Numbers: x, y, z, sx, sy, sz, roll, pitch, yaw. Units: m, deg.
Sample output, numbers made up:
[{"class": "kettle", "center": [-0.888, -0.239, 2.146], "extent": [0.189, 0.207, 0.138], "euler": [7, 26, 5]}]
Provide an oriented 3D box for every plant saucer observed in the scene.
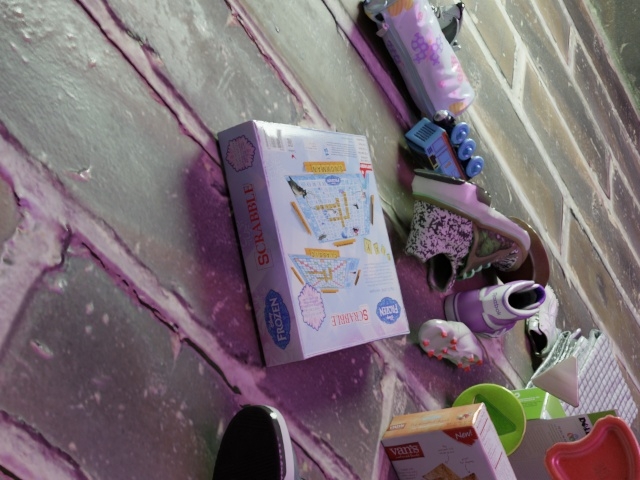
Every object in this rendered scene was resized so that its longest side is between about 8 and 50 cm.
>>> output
[{"class": "plant saucer", "center": [0.386, 0.035, 1.959], "extent": [0.029, 0.168, 0.168], "euler": [-22, 97, -26]}]

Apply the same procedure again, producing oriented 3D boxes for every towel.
[{"class": "towel", "center": [0.530, 0.347, 2.044], "extent": [0.283, 0.121, 0.235], "euler": [-47, 116, -43]}]

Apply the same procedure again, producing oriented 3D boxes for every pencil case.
[{"class": "pencil case", "center": [0.184, -0.346, 1.814], "extent": [0.273, 0.114, 0.124], "euler": [57, 30, -29]}]

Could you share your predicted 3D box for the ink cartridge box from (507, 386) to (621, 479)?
[{"class": "ink cartridge box", "center": [0.445, 0.359, 1.785], "extent": [0.188, 0.255, 0.097], "euler": [61, 33, -23]}]

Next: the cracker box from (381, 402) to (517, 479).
[{"class": "cracker box", "center": [0.210, 0.368, 1.490], "extent": [0.232, 0.156, 0.067], "euler": [65, 32, -14]}]

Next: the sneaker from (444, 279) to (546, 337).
[{"class": "sneaker", "center": [0.363, 0.125, 1.853], "extent": [0.282, 0.161, 0.102], "euler": [-4, 78, -61]}]

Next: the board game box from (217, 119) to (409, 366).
[{"class": "board game box", "center": [0.000, 0.000, 1.397], "extent": [0.319, 0.066, 0.318], "euler": [-2, 78, -59]}]

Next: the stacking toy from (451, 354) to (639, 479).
[{"class": "stacking toy", "center": [0.374, 0.367, 1.670], "extent": [0.130, 0.309, 0.279], "euler": [47, 23, -64]}]

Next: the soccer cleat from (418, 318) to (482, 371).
[{"class": "soccer cleat", "center": [0.218, 0.167, 1.695], "extent": [0.196, 0.068, 0.076], "euler": [34, 34, -50]}]

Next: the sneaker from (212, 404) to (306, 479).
[{"class": "sneaker", "center": [-0.022, 0.337, 1.146], "extent": [0.178, 0.124, 0.295], "euler": [6, 79, -53]}]

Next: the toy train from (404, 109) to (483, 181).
[{"class": "toy train", "center": [0.231, -0.159, 1.821], "extent": [0.080, 0.105, 0.184], "euler": [43, -9, 43]}]

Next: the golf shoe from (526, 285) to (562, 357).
[{"class": "golf shoe", "center": [0.470, 0.166, 2.108], "extent": [0.086, 0.069, 0.176], "euler": [-10, 84, -54]}]

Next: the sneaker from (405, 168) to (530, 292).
[{"class": "sneaker", "center": [0.246, 0.011, 1.783], "extent": [0.410, 0.158, 0.182], "euler": [31, 84, -55]}]

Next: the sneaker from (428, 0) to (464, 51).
[{"class": "sneaker", "center": [0.204, -0.451, 1.877], "extent": [0.228, 0.132, 0.086], "euler": [58, 34, -27]}]
